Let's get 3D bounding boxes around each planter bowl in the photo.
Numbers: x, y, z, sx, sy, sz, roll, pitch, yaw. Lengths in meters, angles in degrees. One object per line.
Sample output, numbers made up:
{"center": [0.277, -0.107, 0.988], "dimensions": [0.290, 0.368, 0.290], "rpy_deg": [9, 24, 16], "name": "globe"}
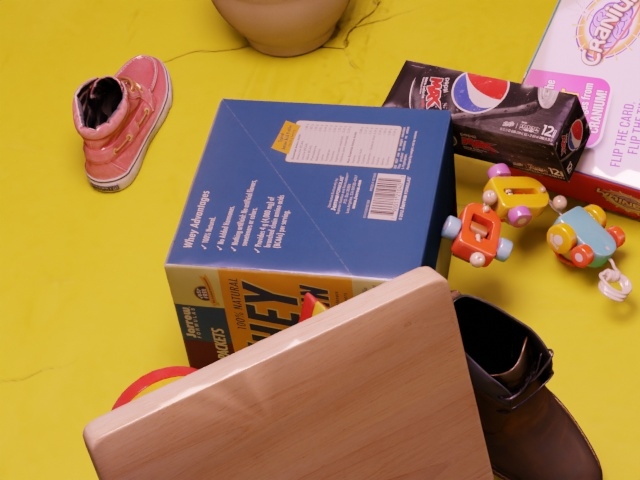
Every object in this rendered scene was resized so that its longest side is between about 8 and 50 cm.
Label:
{"center": [-0.036, -0.252, 1.638], "dimensions": [0.162, 0.109, 0.162], "rpy_deg": [-4, 45, 4], "name": "planter bowl"}

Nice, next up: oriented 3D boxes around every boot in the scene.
{"center": [0.136, 0.116, 1.194], "dimensions": [0.219, 0.106, 0.082], "rpy_deg": [45, 78, -6], "name": "boot"}

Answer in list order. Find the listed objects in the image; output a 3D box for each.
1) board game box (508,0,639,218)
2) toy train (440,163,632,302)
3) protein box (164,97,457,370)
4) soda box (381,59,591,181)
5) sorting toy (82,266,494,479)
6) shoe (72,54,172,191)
{"center": [0.340, -0.125, 1.429], "dimensions": [0.316, 0.064, 0.242], "rpy_deg": [20, 74, 23], "name": "board game box"}
{"center": [0.175, 0.004, 1.372], "dimensions": [0.166, 0.046, 0.125], "rpy_deg": [20, 45, -11], "name": "toy train"}
{"center": [0.000, 0.000, 1.371], "dimensions": [0.201, 0.136, 0.200], "rpy_deg": [4, 48, 12], "name": "protein box"}
{"center": [0.140, -0.104, 1.406], "dimensions": [0.169, 0.060, 0.053], "rpy_deg": [15, 67, 30], "name": "soda box"}
{"center": [-0.019, 0.162, 1.149], "dimensions": [0.257, 0.255, 0.089], "rpy_deg": [-24, 32, -14], "name": "sorting toy"}
{"center": [-0.186, -0.134, 1.566], "dimensions": [0.063, 0.081, 0.178], "rpy_deg": [4, 47, 12], "name": "shoe"}
